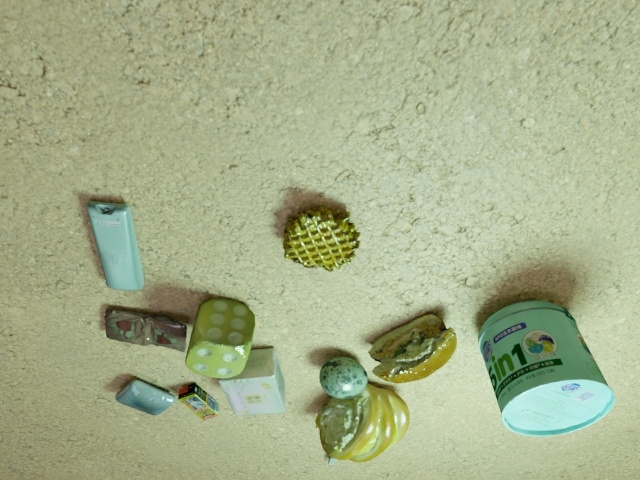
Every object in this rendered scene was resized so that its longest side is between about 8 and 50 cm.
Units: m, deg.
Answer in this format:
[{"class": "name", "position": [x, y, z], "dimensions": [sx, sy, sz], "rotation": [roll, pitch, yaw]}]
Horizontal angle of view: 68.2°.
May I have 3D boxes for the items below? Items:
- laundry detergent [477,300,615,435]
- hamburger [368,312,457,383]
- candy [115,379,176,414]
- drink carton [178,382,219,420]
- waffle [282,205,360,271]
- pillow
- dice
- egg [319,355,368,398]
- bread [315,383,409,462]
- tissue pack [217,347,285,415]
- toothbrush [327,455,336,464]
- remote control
[{"class": "laundry detergent", "position": [0.615, 0.345, 1.346], "dimensions": [0.287, 0.305, 0.287], "rotation": [-1, 131, -1]}, {"class": "hamburger", "position": [0.301, 0.347, 1.451], "dimensions": [0.283, 0.144, 0.156], "rotation": [-33, 125, 22]}, {"class": "candy", "position": [-0.615, 0.556, 1.665], "dimensions": [0.174, 0.071, 0.138], "rotation": [35, 122, -28]}, {"class": "drink carton", "position": [-0.435, 0.579, 1.701], "dimensions": [0.071, 0.056, 0.165], "rotation": [-22, 129, 7]}, {"class": "waffle", "position": [0.000, 0.000, 1.191], "dimensions": [0.193, 0.070, 0.197], "rotation": [10, 133, -10]}, {"class": "pillow", "position": [-0.525, 0.267, 1.429], "dimensions": [0.248, 0.049, 0.135], "rotation": [10, 130, -5]}, {"class": "dice", "position": [-0.289, 0.281, 1.364], "dimensions": [0.166, 0.169, 0.169], "rotation": [15, 130, -15]}, {"class": "egg", "position": [0.078, 0.446, 1.542], "dimensions": [0.172, 0.132, 0.132], "rotation": [11, 131, -26]}, {"class": "bread", "position": [0.153, 0.661, 1.671], "dimensions": [0.270, 0.211, 0.315], "rotation": [31, 120, -25]}, {"class": "tissue pack", "position": [-0.221, 0.471, 1.563], "dimensions": [0.185, 0.124, 0.225], "rotation": [-7, 132, 2]}, {"class": "toothbrush", "position": [0.097, 0.806, 1.918], "dimensions": [0.042, 0.040, 0.418], "rotation": [13, 129, -8]}, {"class": "remote control", "position": [-0.525, 0.027, 1.215], "dimensions": [0.103, 0.051, 0.293], "rotation": [5, 130, -5]}]
